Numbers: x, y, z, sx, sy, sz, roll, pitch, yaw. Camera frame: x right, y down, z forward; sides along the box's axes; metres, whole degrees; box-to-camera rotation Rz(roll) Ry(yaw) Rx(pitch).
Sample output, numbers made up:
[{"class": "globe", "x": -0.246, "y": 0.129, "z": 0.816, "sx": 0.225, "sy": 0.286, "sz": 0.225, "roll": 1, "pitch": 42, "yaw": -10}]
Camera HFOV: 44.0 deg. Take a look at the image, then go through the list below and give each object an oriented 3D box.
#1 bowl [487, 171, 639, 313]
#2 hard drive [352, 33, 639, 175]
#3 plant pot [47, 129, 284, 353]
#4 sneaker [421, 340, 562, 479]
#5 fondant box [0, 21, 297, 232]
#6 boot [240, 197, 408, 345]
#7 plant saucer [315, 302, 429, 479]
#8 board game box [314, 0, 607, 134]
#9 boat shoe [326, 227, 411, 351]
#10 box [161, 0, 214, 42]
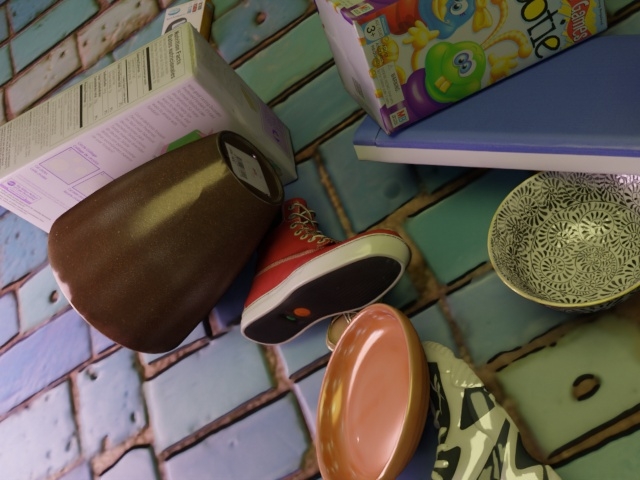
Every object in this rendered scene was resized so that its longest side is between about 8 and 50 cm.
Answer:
[{"class": "bowl", "x": 0.258, "y": 0.011, "z": 0.780, "sx": 0.170, "sy": 0.080, "sz": 0.170, "roll": -15, "pitch": 50, "yaw": 18}, {"class": "hard drive", "x": 0.220, "y": -0.156, "z": 0.872, "sx": 0.319, "sy": 0.040, "sz": 0.210, "roll": 7, "pitch": 46, "yaw": 33}, {"class": "plant pot", "x": -0.161, "y": -0.017, "z": 0.934, "sx": 0.230, "sy": 0.215, "sz": 0.215, "roll": -38, "pitch": 53, "yaw": 23}, {"class": "sneaker", "x": 0.122, "y": 0.218, "z": 0.754, "sx": 0.153, "sy": 0.094, "sz": 0.235, "roll": -37, "pitch": 63, "yaw": -2}, {"class": "fondant box", "x": -0.232, "y": -0.107, "z": 1.032, "sx": 0.330, "sy": 0.238, "sz": 0.096, "roll": -22, "pitch": 56, "yaw": 19}, {"class": "boot", "x": 0.000, "y": 0.000, "z": 0.904, "sx": 0.244, "sy": 0.088, "sz": 0.176, "roll": -29, "pitch": 44, "yaw": 41}, {"class": "plant saucer", "x": 0.054, "y": 0.164, "z": 0.804, "sx": 0.200, "sy": 0.037, "sz": 0.200, "roll": -50, "pitch": 32, "yaw": 48}, {"class": "board game box", "x": 0.152, "y": -0.259, "z": 0.879, "sx": 0.275, "sy": 0.142, "sz": 0.144, "roll": -27, "pitch": 37, "yaw": -5}, {"class": "boat shoe", "x": 0.048, "y": 0.058, "z": 0.905, "sx": 0.056, "sy": 0.048, "sz": 0.153, "roll": 31, "pitch": 84, "yaw": 37}, {"class": "box", "x": -0.216, "y": -0.333, "z": 1.268, "sx": 0.081, "sy": 0.028, "sz": 0.136, "roll": -9, "pitch": 64, "yaw": 27}]
